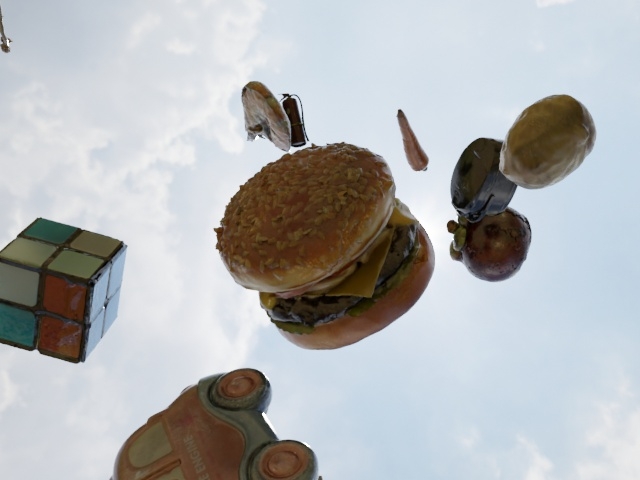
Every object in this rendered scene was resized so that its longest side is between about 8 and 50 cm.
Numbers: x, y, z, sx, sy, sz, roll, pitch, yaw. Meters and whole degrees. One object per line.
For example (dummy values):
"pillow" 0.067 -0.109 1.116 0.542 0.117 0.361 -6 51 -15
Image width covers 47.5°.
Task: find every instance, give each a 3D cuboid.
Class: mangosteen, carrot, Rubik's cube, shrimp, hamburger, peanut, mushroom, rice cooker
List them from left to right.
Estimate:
"mushroom" -0.540 -0.426 1.199 0.028 0.286 0.026 36 -125 16
"Rubik's cube" -0.463 0.086 1.288 0.180 0.183 0.167 14 -156 1
"shrimp" -0.122 -0.257 1.635 0.062 0.317 0.164 -32 -93 -14
"hamburger" 0.000 0.000 1.015 0.291 0.225 0.291 -23 -147 16
"carrot" 0.246 -0.275 2.017 0.061 0.256 0.061 -15 -130 19
"mangosteen" 0.349 -0.001 1.536 0.180 0.166 0.166 23 -119 5
"rice cooker" 0.313 -0.116 1.375 0.107 0.165 0.112 -2 -142 -18
"peanut" 0.354 -0.152 1.146 0.159 0.140 0.109 -36 -153 14

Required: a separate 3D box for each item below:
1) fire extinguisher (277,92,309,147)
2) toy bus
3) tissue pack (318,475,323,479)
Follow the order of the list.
"fire extinguisher" -0.062 -0.276 1.634 0.056 0.039 0.132 -17 -101 25
"toy bus" -0.125 0.301 0.814 0.232 0.197 0.294 -21 -146 -17
"tissue pack" -0.041 0.535 1.388 0.116 0.065 0.155 -9 -95 -23
